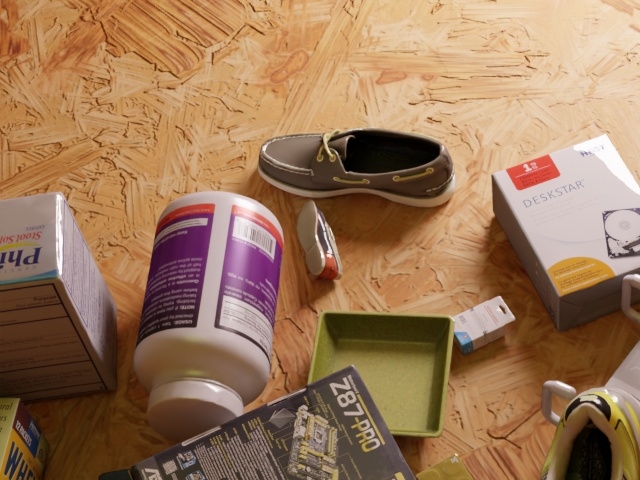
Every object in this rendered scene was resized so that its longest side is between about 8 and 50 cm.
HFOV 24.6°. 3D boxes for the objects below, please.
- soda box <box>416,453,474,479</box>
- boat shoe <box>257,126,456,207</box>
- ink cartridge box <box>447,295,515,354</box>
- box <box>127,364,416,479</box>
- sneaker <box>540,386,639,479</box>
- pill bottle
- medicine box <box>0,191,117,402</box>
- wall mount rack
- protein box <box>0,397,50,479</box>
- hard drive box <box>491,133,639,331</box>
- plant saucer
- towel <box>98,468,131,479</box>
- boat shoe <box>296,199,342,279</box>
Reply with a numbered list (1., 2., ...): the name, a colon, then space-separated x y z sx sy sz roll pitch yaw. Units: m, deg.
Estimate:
1. soda box: 0.188 0.356 1.812 0.061 0.058 0.181 -27 53 -10
2. boat shoe: 0.048 -0.122 2.169 0.305 0.091 0.109 8 56 15
3. ink cartridge box: 0.219 0.116 2.002 0.083 0.028 0.048 -24 54 -8
4. box: -0.013 0.385 1.773 0.318 0.097 0.395 -26 62 -7
5. sneaker: 0.293 0.355 1.679 0.145 0.147 0.385 -2 77 28
6. pill bottle: -0.151 0.104 1.983 0.181 0.181 0.323 -1 54 9
7. medicine box: -0.434 0.091 1.975 0.263 0.289 0.149 -8 53 4
8. wall mount rack: 0.457 0.199 1.830 0.304 0.130 0.350 29 61 25
9. protein box: -0.484 0.321 1.910 0.200 0.136 0.201 0 54 11
10. hard drive box: 0.363 -0.013 2.035 0.181 0.089 0.232 -20 53 -6
11. plant saucer: 0.080 0.186 1.966 0.188 0.045 0.188 2 55 12
12. towel: -0.261 0.357 1.910 0.067 0.029 0.119 -7 54 8
13. boat shoe: 0.000 0.000 2.121 0.043 0.049 0.137 16 42 -31
